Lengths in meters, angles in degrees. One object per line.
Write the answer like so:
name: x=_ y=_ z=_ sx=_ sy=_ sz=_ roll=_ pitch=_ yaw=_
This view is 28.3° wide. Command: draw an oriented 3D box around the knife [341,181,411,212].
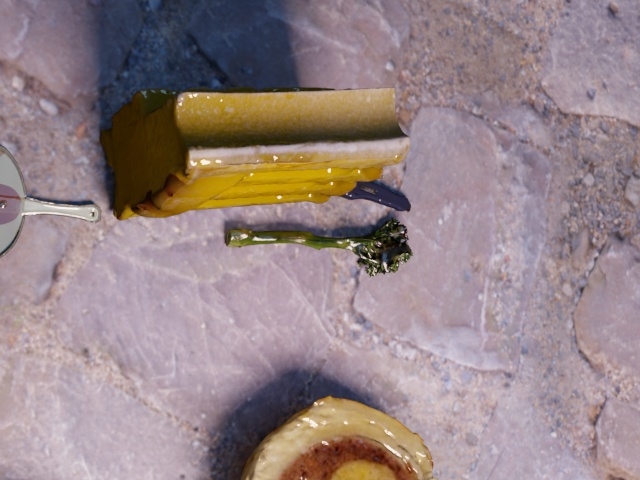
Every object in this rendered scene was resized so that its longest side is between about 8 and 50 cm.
knife: x=0.071 y=-0.059 z=1.660 sx=0.121 sy=0.018 sz=0.031 roll=18 pitch=72 yaw=-25

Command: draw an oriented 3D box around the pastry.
pastry: x=0.010 y=0.327 z=1.533 sx=0.256 sy=0.170 sz=0.236 roll=17 pitch=59 yaw=-16

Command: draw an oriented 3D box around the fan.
fan: x=-0.361 y=-0.042 z=1.446 sx=0.227 sy=0.008 sz=0.152 roll=5 pitch=84 yaw=-26

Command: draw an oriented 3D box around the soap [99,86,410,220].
soap: x=-0.079 y=-0.104 z=1.457 sx=0.281 sy=0.259 sz=0.143 roll=-3 pitch=82 yaw=-29

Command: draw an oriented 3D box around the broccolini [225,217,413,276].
broccolini: x=-0.002 y=0.006 z=1.619 sx=0.254 sy=0.071 sz=0.057 roll=2 pitch=128 yaw=-20
